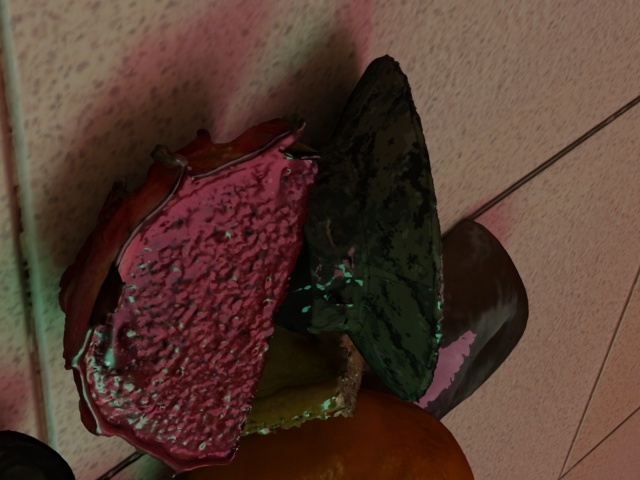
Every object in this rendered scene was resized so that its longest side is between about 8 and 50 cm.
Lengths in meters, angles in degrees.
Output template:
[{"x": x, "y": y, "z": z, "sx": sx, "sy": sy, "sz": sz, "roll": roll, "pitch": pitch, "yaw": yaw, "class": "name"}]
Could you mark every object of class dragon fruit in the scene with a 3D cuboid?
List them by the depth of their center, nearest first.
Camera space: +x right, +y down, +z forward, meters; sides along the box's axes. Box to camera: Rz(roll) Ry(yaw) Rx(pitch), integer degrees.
[{"x": -0.116, "y": 0.022, "z": 0.933, "sx": 0.161, "sy": 0.126, "sz": 0.274, "roll": -5, "pitch": 120, "yaw": -43, "class": "dragon fruit"}]

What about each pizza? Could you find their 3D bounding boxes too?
[{"x": -0.060, "y": 0.113, "z": 1.165, "sx": 0.204, "sy": 0.081, "sz": 0.188, "roll": -16, "pitch": -171, "yaw": 15, "class": "pizza"}]

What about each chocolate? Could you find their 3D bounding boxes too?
[{"x": 0.119, "y": 0.111, "z": 1.384, "sx": 0.254, "sy": 0.080, "sz": 0.157, "roll": -40, "pitch": 127, "yaw": -19, "class": "chocolate"}]

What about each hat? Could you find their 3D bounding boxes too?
[{"x": 0.000, "y": 0.000, "z": 1.035, "sx": 0.128, "sy": 0.265, "sz": 0.265, "roll": -7, "pitch": 141, "yaw": -9, "class": "hat"}]

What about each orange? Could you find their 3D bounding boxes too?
[{"x": 0.007, "y": 0.260, "z": 1.253, "sx": 0.284, "sy": 0.226, "sz": 0.284, "roll": -8, "pitch": 146, "yaw": -6, "class": "orange"}]

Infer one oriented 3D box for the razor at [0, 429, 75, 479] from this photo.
[{"x": -0.303, "y": 0.293, "z": 0.983, "sx": 0.204, "sy": 0.113, "sz": 0.349, "roll": -8, "pitch": 133, "yaw": -51, "class": "razor"}]
